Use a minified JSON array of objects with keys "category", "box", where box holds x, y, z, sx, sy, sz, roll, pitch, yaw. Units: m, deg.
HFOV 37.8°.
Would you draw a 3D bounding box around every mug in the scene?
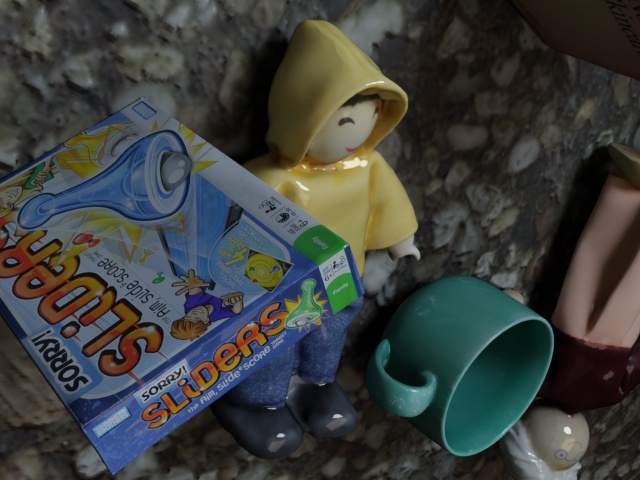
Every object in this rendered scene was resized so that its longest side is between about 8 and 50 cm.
[{"category":"mug","box":[0.101,0.087,0.740,0.129,0.097,0.158,-53,141,-3]}]

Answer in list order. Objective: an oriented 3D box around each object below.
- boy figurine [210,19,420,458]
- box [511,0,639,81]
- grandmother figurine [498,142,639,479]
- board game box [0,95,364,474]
[{"category":"boy figurine","box":[0.000,0.000,0.615,0.177,0.092,0.285,-8,124,-33]},{"category":"box","box":[0.239,-0.178,0.599,0.149,0.232,0.126,33,92,-46]},{"category":"grandmother figurine","box":[0.249,0.086,0.862,0.208,0.104,0.342,13,109,-11]},{"category":"board game box","box":[-0.093,0.006,0.460,0.136,0.201,0.035,-35,133,-19]}]
